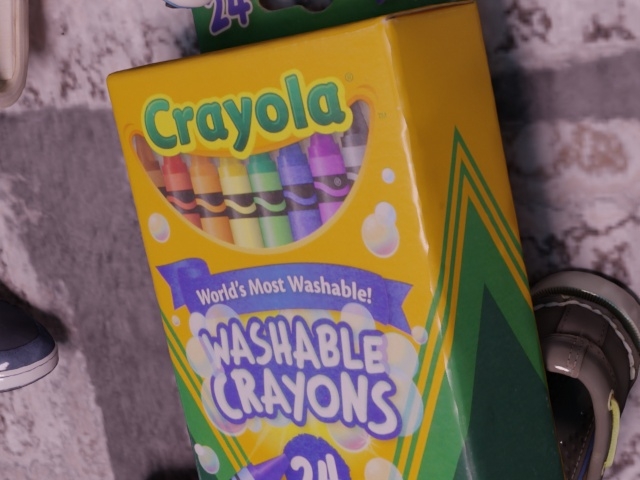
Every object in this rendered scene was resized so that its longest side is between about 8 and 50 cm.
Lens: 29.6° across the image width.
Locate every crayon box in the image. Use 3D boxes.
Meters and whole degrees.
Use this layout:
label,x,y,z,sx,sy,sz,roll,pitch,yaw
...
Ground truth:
label,x,y,z,sx,sy,sz,roll,pitch,yaw
crayon box,0.000,0.000,0.647,0.203,0.083,0.323,-3,102,42

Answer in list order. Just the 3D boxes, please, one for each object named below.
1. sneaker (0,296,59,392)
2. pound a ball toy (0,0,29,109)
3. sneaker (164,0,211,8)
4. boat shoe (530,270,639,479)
label,x,y,z,sx,sy,sz,roll,pitch,yaw
sneaker,-0.284,0.007,0.833,0.226,0.086,0.163,17,122,17
pound a ball toy,-0.297,-0.176,0.746,0.319,0.135,0.208,-3,87,25
sneaker,-0.068,-0.235,0.604,0.086,0.085,0.237,12,109,42
boat shoe,0.103,0.161,0.731,0.109,0.091,0.305,25,121,11
